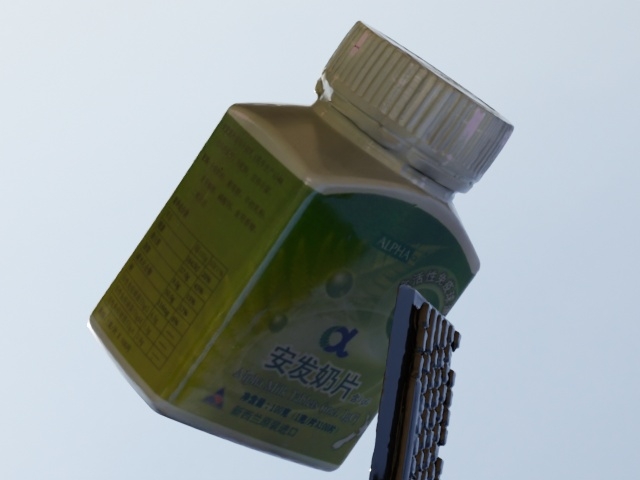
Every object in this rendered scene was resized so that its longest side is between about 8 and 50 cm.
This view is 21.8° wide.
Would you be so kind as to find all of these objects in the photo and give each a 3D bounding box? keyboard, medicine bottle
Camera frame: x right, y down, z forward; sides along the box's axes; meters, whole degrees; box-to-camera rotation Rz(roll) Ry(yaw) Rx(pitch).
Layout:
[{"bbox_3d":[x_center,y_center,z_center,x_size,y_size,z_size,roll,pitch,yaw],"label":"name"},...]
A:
[{"bbox_3d":[0.032,0.119,0.661,0.015,0.196,0.074,3,162,18],"label":"keyboard"},{"bbox_3d":[0.000,0.000,0.767,0.132,0.188,0.088,26,-167,-42],"label":"medicine bottle"}]
